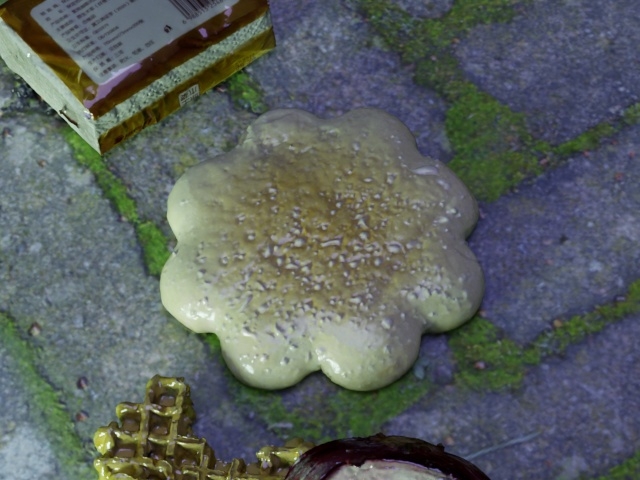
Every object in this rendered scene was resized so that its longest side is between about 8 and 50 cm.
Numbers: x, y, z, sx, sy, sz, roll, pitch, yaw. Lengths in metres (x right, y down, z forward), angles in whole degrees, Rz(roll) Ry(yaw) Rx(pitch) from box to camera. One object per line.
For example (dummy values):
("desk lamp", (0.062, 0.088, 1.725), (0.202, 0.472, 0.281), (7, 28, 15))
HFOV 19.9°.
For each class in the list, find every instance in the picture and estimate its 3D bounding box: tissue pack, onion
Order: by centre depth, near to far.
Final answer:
("onion", (0.052, 0.263, 1.444), (0.195, 0.140, 0.218), (7, 95, -1))
("tissue pack", (-0.185, -0.210, 1.796), (0.226, 0.092, 0.183), (-36, 61, -18))

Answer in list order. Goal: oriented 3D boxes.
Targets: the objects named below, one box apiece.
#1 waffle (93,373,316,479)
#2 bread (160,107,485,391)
("waffle", (-0.098, 0.192, 1.542), (0.194, 0.051, 0.149), (35, 64, 29))
("bread", (0.000, 0.000, 1.666), (0.316, 0.054, 0.316), (-1, 56, 1))
